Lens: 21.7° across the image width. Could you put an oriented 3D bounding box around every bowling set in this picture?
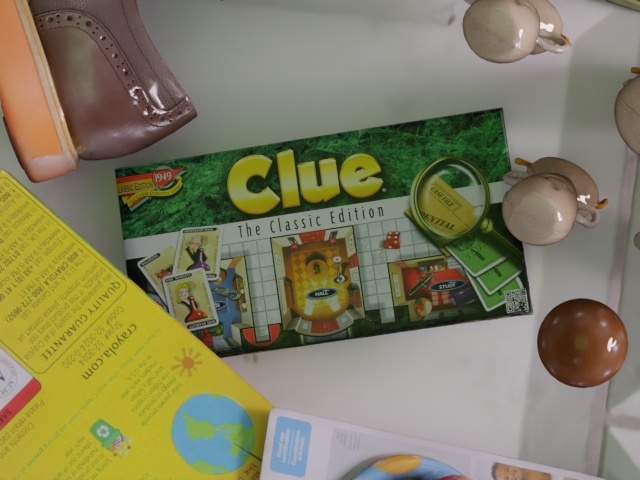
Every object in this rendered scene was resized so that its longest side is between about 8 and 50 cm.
[{"bbox_3d":[0.182,-0.022,1.018,0.287,0.154,0.200,31,108,9],"label":"bowling set"}]

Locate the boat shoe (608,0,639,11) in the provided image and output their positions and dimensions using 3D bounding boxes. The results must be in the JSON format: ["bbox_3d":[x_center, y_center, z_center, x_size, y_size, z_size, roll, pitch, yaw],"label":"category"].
[{"bbox_3d":[0.174,-0.204,1.052,0.223,0.073,0.080,24,89,10],"label":"boat shoe"}]

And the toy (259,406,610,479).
[{"bbox_3d":[0.080,0.183,0.981,0.237,0.056,0.137,15,67,-17],"label":"toy"}]

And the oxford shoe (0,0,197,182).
[{"bbox_3d":[-0.177,-0.227,1.095,0.132,0.130,0.364,-15,89,-5],"label":"oxford shoe"}]

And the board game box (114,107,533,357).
[{"bbox_3d":[0.000,0.000,1.083,0.259,0.030,0.136,-9,81,8],"label":"board game box"}]

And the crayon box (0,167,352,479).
[{"bbox_3d":[-0.147,0.136,1.000,0.318,0.081,0.202,42,63,4],"label":"crayon box"}]
